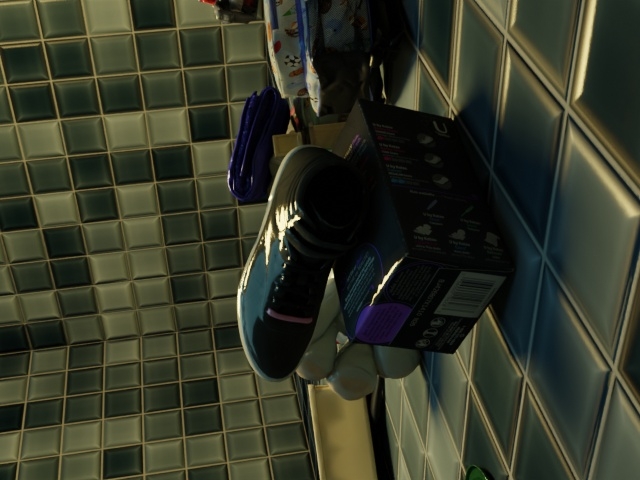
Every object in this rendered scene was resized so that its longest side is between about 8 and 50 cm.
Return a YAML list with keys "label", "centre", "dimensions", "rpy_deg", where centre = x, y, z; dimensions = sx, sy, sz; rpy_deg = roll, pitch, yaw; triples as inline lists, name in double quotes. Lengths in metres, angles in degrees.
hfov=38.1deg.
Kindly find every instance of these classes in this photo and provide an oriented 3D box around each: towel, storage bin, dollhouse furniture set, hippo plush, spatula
- label: "towel"
  centre: [-0.130, -0.195, 1.908]
  dimensions: [0.308, 0.076, 0.228]
  rpy_deg: [-43, -30, -86]
- label: "storage bin"
  centre: [0.056, 0.447, 2.046]
  dimensions: [0.260, 0.123, 0.262]
  rpy_deg: [78, -177, -78]
- label: "dollhouse furniture set"
  centre: [-0.012, -0.245, 1.816]
  dimensions: [0.101, 0.182, 0.161]
  rpy_deg: [146, 117, -82]
- label: "hippo plush"
  centre: [0.032, 0.103, 1.589]
  dimensions: [0.236, 0.234, 0.294]
  rpy_deg: [-124, 28, -73]
- label: "spatula"
  centre: [0.111, 0.251, 1.894]
  dimensions: [0.084, 0.030, 0.296]
  rpy_deg: [-99, 4, -66]

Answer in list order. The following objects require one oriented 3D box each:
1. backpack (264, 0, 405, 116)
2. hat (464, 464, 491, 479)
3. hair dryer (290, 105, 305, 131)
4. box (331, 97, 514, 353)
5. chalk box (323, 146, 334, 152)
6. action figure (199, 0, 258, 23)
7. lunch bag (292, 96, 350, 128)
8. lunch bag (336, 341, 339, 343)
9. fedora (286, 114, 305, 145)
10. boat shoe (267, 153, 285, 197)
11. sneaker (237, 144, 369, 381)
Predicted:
- label: "backpack"
  centre: [0.016, -0.352, 1.484]
  dimensions: [0.276, 0.213, 0.263]
  rpy_deg: [103, 170, -77]
- label: "hat"
  centre: [0.136, 0.399, 1.238]
  dimensions: [0.208, 0.183, 0.173]
  rpy_deg: [111, 151, -75]
- label: "hair dryer"
  centre: [-0.084, -0.273, 2.280]
  dimensions: [0.224, 0.080, 0.293]
  rpy_deg: [90, -159, -54]
- label: "box"
  centre: [0.102, -0.019, 1.131]
  dimensions: [0.270, 0.143, 0.165]
  rpy_deg: [-103, 30, -42]
- label: "chalk box"
  centre: [0.037, -0.100, 1.763]
  dimensions: [0.213, 0.132, 0.132]
  rpy_deg: [114, 149, -78]
- label: "action figure"
  centre: [-0.123, -0.545, 1.818]
  dimensions: [0.341, 0.330, 0.179]
  rpy_deg: [-109, 15, -60]
- label: "lunch bag"
  centre: [-0.003, -0.369, 1.918]
  dimensions: [0.224, 0.107, 0.279]
  rpy_deg: [-116, 21, -69]
- label: "lunch bag"
  centre: [0.014, 0.124, 2.249]
  dimensions: [0.293, 0.120, 0.258]
  rpy_deg: [-164, 64, -84]
- label: "fedora"
  centre: [-0.012, -0.154, 2.111]
  dimensions: [0.275, 0.124, 0.244]
  rpy_deg: [105, 157, -53]
- label: "boat shoe"
  centre: [-0.058, -0.131, 1.932]
  dimensions: [0.076, 0.083, 0.226]
  rpy_deg: [-55, -9, -20]
- label: "sneaker"
  centre: [-0.023, 0.028, 1.086]
  dimensions: [0.147, 0.104, 0.296]
  rpy_deg: [-172, 95, -74]
